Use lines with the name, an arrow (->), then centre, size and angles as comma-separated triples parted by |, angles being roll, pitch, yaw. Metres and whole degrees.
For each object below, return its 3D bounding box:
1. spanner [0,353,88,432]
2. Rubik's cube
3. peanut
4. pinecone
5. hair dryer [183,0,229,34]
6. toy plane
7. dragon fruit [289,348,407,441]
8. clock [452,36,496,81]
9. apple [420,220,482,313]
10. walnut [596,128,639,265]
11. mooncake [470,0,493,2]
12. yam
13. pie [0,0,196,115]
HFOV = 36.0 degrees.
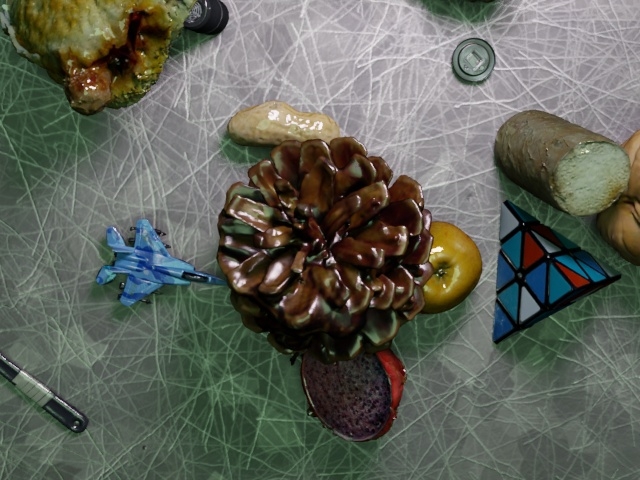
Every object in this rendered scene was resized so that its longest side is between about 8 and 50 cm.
spanner -> -0.581, 0.271, 1.896 | 0.316, 0.024, 0.087 | 40, 94, -7
Rubik's cube -> 0.493, 0.068, 1.858 | 0.234, 0.250, 0.284 | 1, 91, -22
peanut -> -0.068, -0.207, 1.836 | 0.214, 0.099, 0.099 | 12, 95, -4
pinecone -> 0.000, 0.000, 1.696 | 0.398, 0.398, 0.397 | 0, 95, -2
hair dryer -> -0.287, -0.404, 1.806 | 0.219, 0.124, 0.071 | -7, 94, 15
toy plane -> -0.293, 0.052, 1.861 | 0.246, 0.078, 0.169 | 11, 95, -10
dragon fruit -> 0.084, 0.258, 1.865 | 0.224, 0.148, 0.218 | -23, 86, 41
clock -> 0.292, -0.344, 1.875 | 0.085, 0.017, 0.085 | 0, 95, -2
apple -> 0.212, 0.053, 1.840 | 0.182, 0.155, 0.182 | 0, 93, -1
walnut -> 0.657, -0.088, 1.789 | 0.285, 0.285, 0.296 | -1, 122, -2
mooncake -> 0.188, -0.584, 1.711 | 0.393, 0.246, 0.394 | -35, 93, -19
yam -> 0.434, -0.143, 1.790 | 0.161, 0.268, 0.161 | -4, 107, -13
pie -> -0.353, -0.446, 1.711 | 0.395, 0.180, 0.418 | 41, 96, 33
